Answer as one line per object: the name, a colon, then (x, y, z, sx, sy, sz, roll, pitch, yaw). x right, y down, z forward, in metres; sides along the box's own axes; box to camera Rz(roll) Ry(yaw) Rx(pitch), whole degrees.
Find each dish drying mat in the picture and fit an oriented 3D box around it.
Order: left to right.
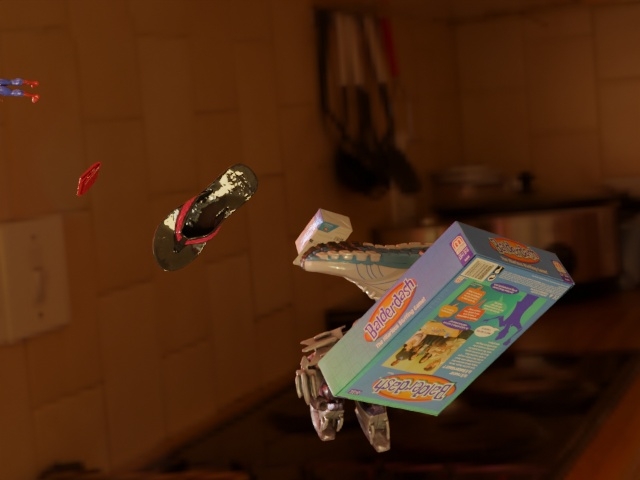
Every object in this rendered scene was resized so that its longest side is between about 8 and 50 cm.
dish drying mat: (-0.270, -0.071, 1.708, 0.032, 0.008, 0.083, -48, 1, -16)

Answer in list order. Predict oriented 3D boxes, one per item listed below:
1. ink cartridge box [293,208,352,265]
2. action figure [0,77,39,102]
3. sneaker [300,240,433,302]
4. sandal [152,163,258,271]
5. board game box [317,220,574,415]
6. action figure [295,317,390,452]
ink cartridge box: (0.000, 0.000, 1.964, 0.048, 0.083, 0.028, 18, 36, -29)
action figure: (-0.454, -0.217, 2.064, 0.115, 0.038, 0.030, 9, -20, -38)
sneaker: (0.068, 0.045, 1.726, 0.190, 0.083, 0.071, 3, 13, -15)
sandal: (-0.156, -0.031, 1.935, 0.179, 0.067, 0.040, -45, 10, 6)
board game box: (0.122, 0.081, 1.431, 0.160, 0.047, 0.210, 17, -55, -44)
action figure: (0.055, 0.176, 1.872, 0.185, 0.099, 0.285, -2, -29, -7)
